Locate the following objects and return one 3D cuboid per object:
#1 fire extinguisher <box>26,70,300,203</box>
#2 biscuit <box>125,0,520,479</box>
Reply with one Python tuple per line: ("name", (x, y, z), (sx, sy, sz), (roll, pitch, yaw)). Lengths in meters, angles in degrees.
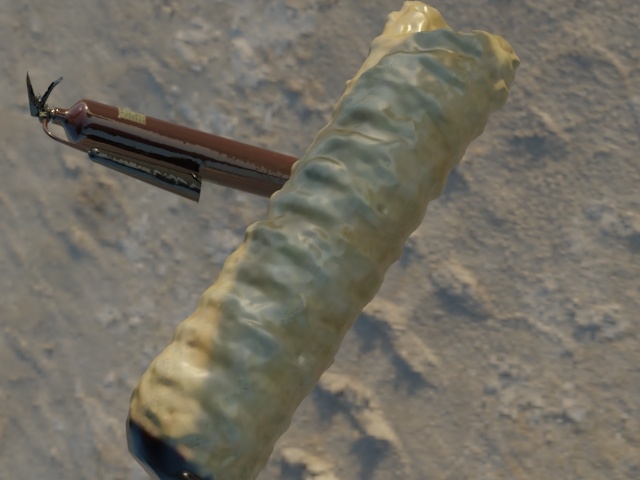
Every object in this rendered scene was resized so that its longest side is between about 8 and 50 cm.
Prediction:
("fire extinguisher", (-0.093, -0.049, 0.829), (0.035, 0.173, 0.049), (153, 129, -63))
("biscuit", (0.000, 0.000, 0.538), (0.061, 0.055, 0.219), (30, 72, 18))
